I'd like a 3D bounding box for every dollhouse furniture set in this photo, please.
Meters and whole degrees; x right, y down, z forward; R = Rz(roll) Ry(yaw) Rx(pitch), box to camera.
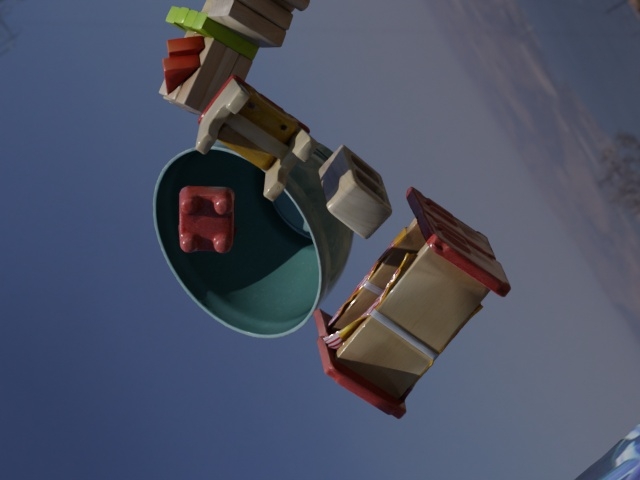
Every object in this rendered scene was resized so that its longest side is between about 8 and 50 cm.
[{"bbox_3d":[0.000,0.000,1.257,0.374,0.201,0.152,35,-164,-17],"label":"dollhouse furniture set"}]

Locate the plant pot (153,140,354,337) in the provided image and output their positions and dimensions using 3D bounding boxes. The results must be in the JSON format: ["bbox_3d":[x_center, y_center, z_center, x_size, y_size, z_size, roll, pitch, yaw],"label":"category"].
[{"bbox_3d":[-0.065,-0.034,1.672,0.196,0.293,0.293,-37,-82,-45],"label":"plant pot"}]

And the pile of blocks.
[{"bbox_3d":[-0.088,-0.298,1.324,0.112,0.362,0.149,26,-157,-40],"label":"pile of blocks"}]

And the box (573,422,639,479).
[{"bbox_3d":[0.234,0.132,0.294,0.212,0.395,0.293,58,162,-13],"label":"box"}]
